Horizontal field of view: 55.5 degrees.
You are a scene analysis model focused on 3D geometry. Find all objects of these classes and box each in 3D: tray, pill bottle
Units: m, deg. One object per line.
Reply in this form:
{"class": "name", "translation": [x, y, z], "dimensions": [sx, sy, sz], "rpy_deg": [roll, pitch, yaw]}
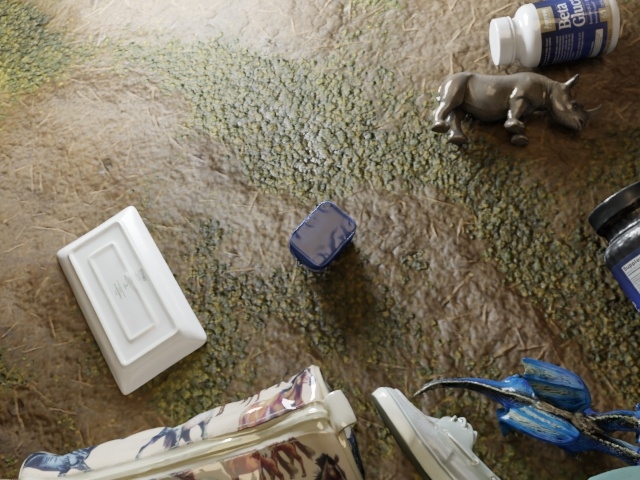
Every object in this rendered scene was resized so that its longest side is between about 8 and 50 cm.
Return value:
{"class": "tray", "translation": [-0.292, 0.077, 0.907], "dimensions": [0.145, 0.030, 0.270], "rpy_deg": [-33, 66, -5]}
{"class": "pill bottle", "translation": [0.348, -0.314, 0.917], "dimensions": [0.170, 0.094, 0.094], "rpy_deg": [-9, 67, 6]}
{"class": "pill bottle", "translation": [0.432, 0.037, 0.742], "dimensions": [0.123, 0.122, 0.219], "rpy_deg": [-25, 65, -1]}

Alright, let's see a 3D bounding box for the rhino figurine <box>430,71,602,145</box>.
{"class": "rhino figurine", "translation": [0.287, -0.200, 0.894], "dimensions": [0.244, 0.073, 0.106], "rpy_deg": [2, 71, 10]}

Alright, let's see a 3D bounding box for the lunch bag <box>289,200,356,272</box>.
{"class": "lunch bag", "translation": [0.000, 0.000, 0.868], "dimensions": [0.067, 0.065, 0.098], "rpy_deg": [43, 79, 7]}

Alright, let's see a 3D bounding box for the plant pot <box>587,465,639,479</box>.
{"class": "plant pot", "translation": [0.312, 0.391, 0.476], "dimensions": [0.341, 0.341, 0.334], "rpy_deg": [-29, 33, -3]}

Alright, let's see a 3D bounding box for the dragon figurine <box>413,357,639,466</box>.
{"class": "dragon figurine", "translation": [0.257, 0.192, 0.698], "dimensions": [0.289, 0.144, 0.085], "rpy_deg": [20, 72, 17]}

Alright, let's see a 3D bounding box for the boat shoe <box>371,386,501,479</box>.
{"class": "boat shoe", "translation": [0.157, 0.257, 0.732], "dimensions": [0.081, 0.079, 0.227], "rpy_deg": [-37, 72, -13]}

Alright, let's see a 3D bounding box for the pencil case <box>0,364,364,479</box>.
{"class": "pencil case", "translation": [-0.147, 0.276, 0.717], "dimensions": [0.411, 0.183, 0.159], "rpy_deg": [-18, 65, 2]}
